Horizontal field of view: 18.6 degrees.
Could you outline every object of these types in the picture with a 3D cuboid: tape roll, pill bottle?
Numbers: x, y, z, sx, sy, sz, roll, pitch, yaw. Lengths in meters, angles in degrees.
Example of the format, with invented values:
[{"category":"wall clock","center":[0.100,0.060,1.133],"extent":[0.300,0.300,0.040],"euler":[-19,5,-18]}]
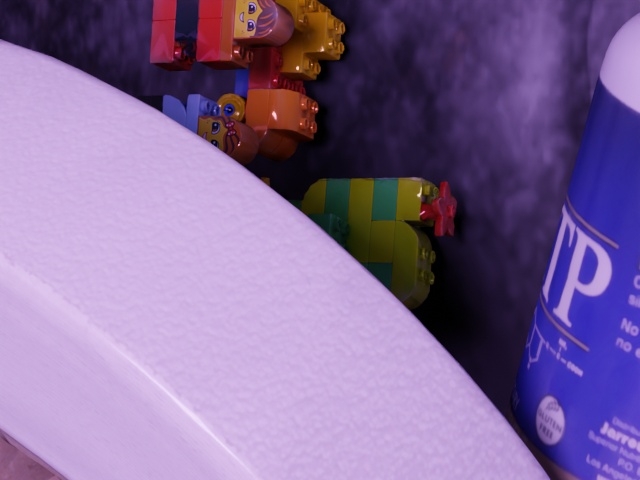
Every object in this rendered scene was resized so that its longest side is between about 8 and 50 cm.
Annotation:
[{"category":"tape roll","center":[-0.062,0.109,0.650],"extent":[0.392,0.072,0.392],"euler":[32,147,24]},{"category":"pill bottle","center":[0.123,-0.007,0.536],"extent":[0.112,0.112,0.187],"euler":[33,117,46]}]

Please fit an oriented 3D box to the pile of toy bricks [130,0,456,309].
[{"category":"pile of toy bricks","center":[0.000,0.000,0.715],"extent":[0.105,0.118,0.212],"euler":[0,83,23]}]
